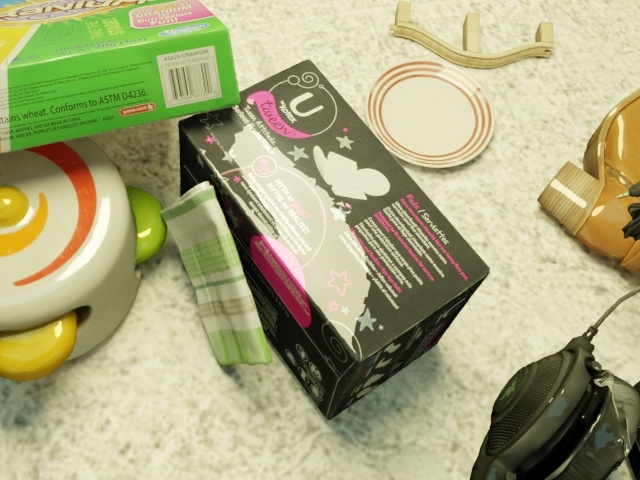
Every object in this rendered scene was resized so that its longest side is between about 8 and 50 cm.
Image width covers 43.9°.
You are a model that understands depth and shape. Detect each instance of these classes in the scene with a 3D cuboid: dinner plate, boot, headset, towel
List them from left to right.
[{"bbox_3d":[-0.090,0.033,0.668,0.023,0.113,0.152,-19,90,-25],"label":"towel"},{"bbox_3d":[0.117,-0.136,0.855,0.141,0.017,0.141,3,63,-6],"label":"dinner plate"},{"bbox_3d":[0.258,0.152,0.636,0.243,0.185,0.394,10,75,-2],"label":"headset"},{"bbox_3d":[0.336,-0.058,0.815,0.152,0.073,0.197,39,78,14],"label":"boot"}]

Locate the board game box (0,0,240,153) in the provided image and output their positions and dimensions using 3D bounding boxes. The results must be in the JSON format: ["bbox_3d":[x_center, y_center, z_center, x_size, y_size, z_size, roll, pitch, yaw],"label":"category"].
[{"bbox_3d":[-0.229,-0.175,0.711,0.242,0.064,0.316,-15,31,-15],"label":"board game box"}]

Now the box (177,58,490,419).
[{"bbox_3d":[0.000,0.000,0.693,0.142,0.163,0.247,-30,70,-22],"label":"box"}]

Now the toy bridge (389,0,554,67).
[{"bbox_3d":[0.171,-0.228,0.902,0.188,0.026,0.063,7,64,-3],"label":"toy bridge"}]

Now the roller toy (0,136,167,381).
[{"bbox_3d":[-0.253,0.002,0.671,0.191,0.146,0.209,25,64,6],"label":"roller toy"}]
